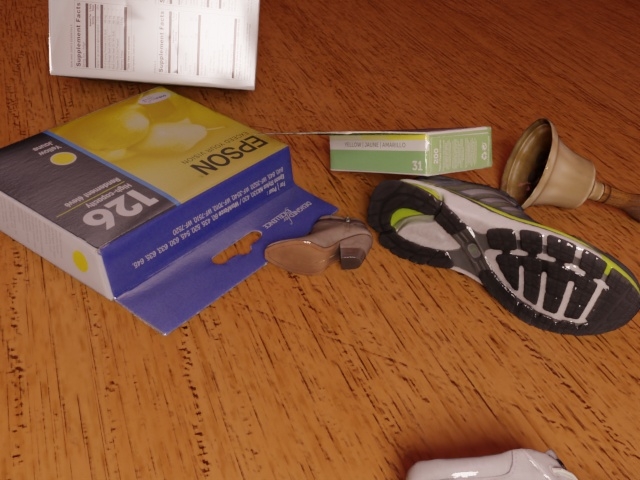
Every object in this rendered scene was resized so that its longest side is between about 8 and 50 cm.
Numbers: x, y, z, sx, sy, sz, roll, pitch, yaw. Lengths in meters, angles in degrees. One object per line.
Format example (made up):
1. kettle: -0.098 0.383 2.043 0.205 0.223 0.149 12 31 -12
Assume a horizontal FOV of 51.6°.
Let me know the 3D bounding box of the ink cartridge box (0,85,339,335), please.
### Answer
1. ink cartridge box: -0.180 -0.061 0.752 0.307 0.072 0.303 25 38 24

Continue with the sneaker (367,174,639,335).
1. sneaker: 0.206 -0.004 0.728 0.299 0.111 0.121 30 37 22

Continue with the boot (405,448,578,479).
1. boot: 0.187 0.200 0.456 0.258 0.095 0.123 3 44 -6

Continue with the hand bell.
1. hand bell: 0.371 -0.057 0.856 0.241 0.126 0.126 19 36 -8

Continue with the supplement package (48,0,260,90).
1. supplement package: -0.221 -0.319 0.927 0.262 0.198 0.199 2 13 -9

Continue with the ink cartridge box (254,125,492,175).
1. ink cartridge box: 0.065 -0.106 0.785 0.235 0.056 0.171 -11 14 -38

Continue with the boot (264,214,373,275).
1. boot: 0.000 0.000 0.736 0.118 0.042 0.087 8 30 -4
